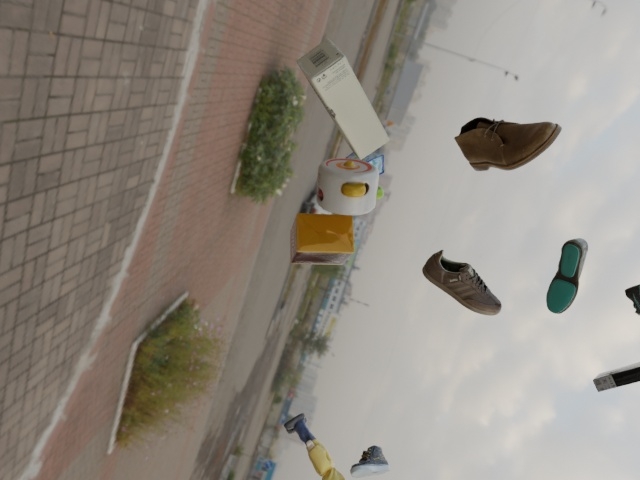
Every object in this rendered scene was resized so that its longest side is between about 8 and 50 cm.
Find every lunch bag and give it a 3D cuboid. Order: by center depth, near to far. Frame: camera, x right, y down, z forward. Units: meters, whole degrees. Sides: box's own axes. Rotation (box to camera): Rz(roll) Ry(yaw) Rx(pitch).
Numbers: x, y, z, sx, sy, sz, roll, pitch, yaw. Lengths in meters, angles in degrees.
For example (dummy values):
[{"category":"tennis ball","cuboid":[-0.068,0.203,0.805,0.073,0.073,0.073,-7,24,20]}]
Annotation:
[{"category":"lunch bag","cuboid":[0.159,-0.292,2.111,0.151,0.128,0.097,-23,119,-41]}]

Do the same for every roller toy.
[{"category":"roller toy","cuboid":[0.082,-0.174,1.662,0.209,0.191,0.147,-31,132,-52]}]

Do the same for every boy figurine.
[{"category":"boy figurine","cuboid":[-0.011,0.715,1.760,0.092,0.285,0.177,-28,150,-12]}]

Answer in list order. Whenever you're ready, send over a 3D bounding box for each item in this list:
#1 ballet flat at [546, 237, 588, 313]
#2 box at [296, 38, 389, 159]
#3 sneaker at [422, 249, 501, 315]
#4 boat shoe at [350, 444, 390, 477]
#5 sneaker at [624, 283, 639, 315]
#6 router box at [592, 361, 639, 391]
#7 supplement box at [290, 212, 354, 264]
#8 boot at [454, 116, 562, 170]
[{"category":"ballet flat","cuboid":[0.646,0.093,1.391,0.068,0.072,0.214,-18,123,-40]},{"category":"box","cuboid":[0.058,-0.330,1.281,0.275,0.094,0.113,51,8,-44]},{"category":"sneaker","cuboid":[0.309,0.090,1.136,0.071,0.188,0.066,-63,177,38]},{"category":"boat shoe","cuboid":[0.151,0.723,1.761,0.065,0.183,0.083,-41,-129,25]},{"category":"sneaker","cuboid":[1.069,0.211,1.710,0.106,0.267,0.101,-17,-139,45]},{"category":"router box","cuboid":[1.013,0.448,1.784,0.178,0.046,0.133,-29,162,32]},{"category":"supplement box","cuboid":[0.000,0.000,1.838,0.194,0.191,0.129,121,-31,-72]},{"category":"boot","cuboid":[0.424,-0.238,1.263,0.112,0.115,0.305,-50,-164,-13]}]
